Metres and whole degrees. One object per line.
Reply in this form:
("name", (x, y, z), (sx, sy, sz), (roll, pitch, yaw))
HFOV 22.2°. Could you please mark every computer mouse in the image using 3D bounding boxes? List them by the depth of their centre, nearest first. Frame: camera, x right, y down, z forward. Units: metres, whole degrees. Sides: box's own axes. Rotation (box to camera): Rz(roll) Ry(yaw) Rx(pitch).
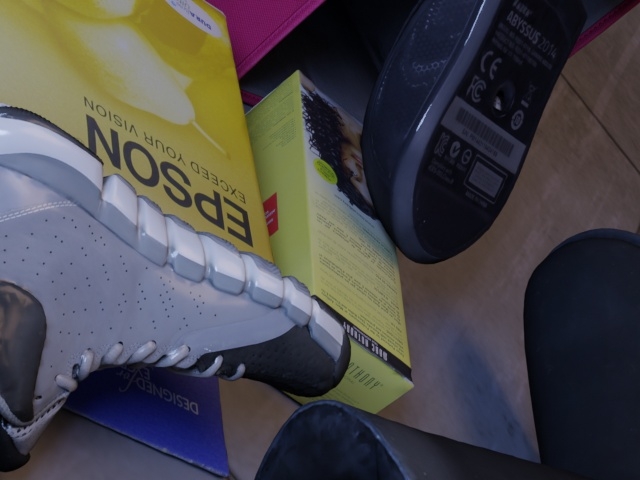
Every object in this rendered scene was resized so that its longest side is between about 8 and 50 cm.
("computer mouse", (0.100, -0.116, 0.999), (0.072, 0.272, 0.188), (25, -6, 37))

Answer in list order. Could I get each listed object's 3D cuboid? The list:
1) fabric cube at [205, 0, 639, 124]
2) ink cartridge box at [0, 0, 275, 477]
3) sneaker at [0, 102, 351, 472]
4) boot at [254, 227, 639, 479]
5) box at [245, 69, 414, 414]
("fabric cube", (0.050, -0.247, 1.159), (0.259, 0.254, 0.258), (15, 44, -52))
("ink cartridge box", (-0.151, -0.070, 0.801), (0.303, 0.072, 0.307), (31, 30, -39))
("sneaker", (-0.093, 0.050, 0.708), (0.228, 0.086, 0.132), (34, 66, -30))
("boot", (0.108, 0.134, 0.867), (0.445, 0.146, 0.367), (12, 54, -51))
("box", (0.000, 0.000, 0.978), (0.087, 0.058, 0.232), (37, 29, -30))
